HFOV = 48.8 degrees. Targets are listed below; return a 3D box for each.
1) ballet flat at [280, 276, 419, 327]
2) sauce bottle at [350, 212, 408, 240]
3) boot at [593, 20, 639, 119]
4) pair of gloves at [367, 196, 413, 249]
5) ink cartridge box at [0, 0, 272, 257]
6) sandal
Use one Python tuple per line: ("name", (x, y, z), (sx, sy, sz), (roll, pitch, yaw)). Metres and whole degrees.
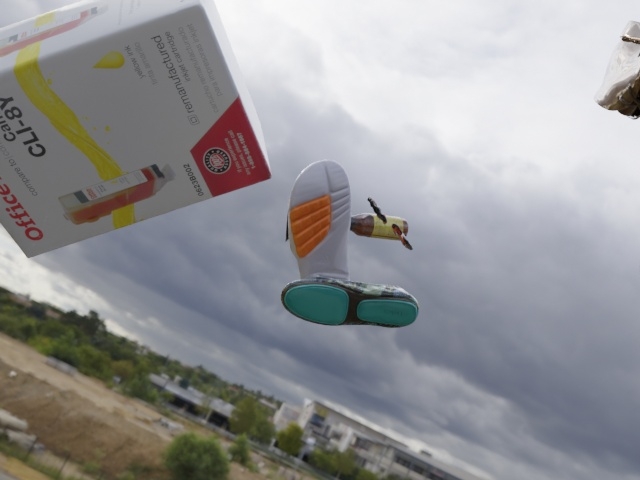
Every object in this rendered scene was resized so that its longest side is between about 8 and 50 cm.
("ballet flat", (0.038, 0.081, 0.958), (0.189, 0.070, 0.070), (11, -12, -9))
("sauce bottle", (0.084, -0.025, 1.175), (0.128, 0.042, 0.042), (8, -5, -26))
("boot", (0.413, -0.188, 0.847), (0.112, 0.115, 0.305), (29, 19, -4))
("pair of gloves", (0.093, -0.023, 0.934), (0.083, 0.010, 0.074), (51, 1, 24))
("ink cartridge box", (-0.296, -0.169, 0.980), (0.385, 0.160, 0.279), (-18, -49, 3))
("sandal", (-0.010, 0.002, 1.106), (0.102, 0.265, 0.076), (-10, 20, -22))
